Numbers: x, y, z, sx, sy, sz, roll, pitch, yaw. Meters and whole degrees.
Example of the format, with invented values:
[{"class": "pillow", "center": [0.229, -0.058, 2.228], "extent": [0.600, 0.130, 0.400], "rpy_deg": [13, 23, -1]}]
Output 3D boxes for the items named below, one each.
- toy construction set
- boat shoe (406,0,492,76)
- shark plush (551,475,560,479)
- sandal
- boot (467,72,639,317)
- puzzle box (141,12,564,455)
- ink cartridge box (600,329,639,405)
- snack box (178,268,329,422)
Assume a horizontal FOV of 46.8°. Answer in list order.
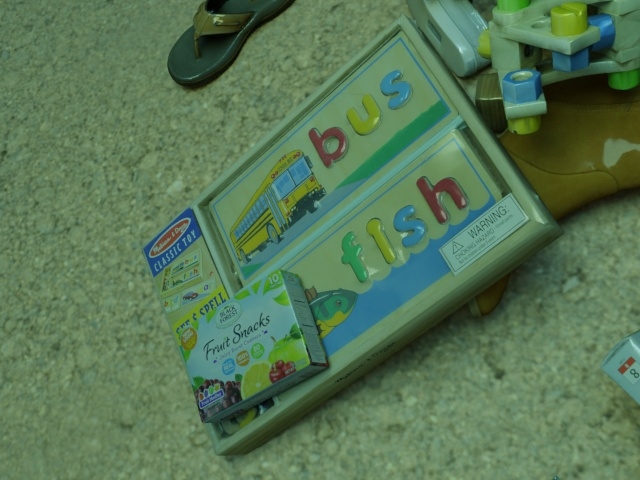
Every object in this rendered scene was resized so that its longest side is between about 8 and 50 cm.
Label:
[{"class": "toy construction set", "center": [0.205, -0.241, 0.748], "extent": [0.215, 0.151, 0.328], "rpy_deg": [-22, 48, -7]}, {"class": "boat shoe", "center": [0.153, -0.278, 0.881], "extent": [0.063, 0.066, 0.184], "rpy_deg": [-23, 60, -7]}, {"class": "shark plush", "center": [0.150, 0.268, 0.652], "extent": [0.161, 0.067, 0.073], "rpy_deg": [-24, 63, 8]}, {"class": "sandal", "center": [-0.121, -0.296, 0.980], "extent": [0.219, 0.060, 0.090], "rpy_deg": [-39, 62, 0]}, {"class": "boot", "center": [0.253, -0.060, 0.732], "extent": [0.211, 0.104, 0.295], "rpy_deg": [2, 65, 21]}, {"class": "puzzle box", "center": [0.000, 0.000, 0.754], "extent": [0.409, 0.052, 0.272], "rpy_deg": [-39, 59, 21]}, {"class": "ink cartridge box", "center": [0.331, 0.140, 0.602], "extent": [0.179, 0.145, 0.045], "rpy_deg": [45, 120, 29]}, {"class": "snack box", "center": [-0.069, 0.104, 0.721], "extent": [0.141, 0.037, 0.100], "rpy_deg": [-32, 62, 25]}]
